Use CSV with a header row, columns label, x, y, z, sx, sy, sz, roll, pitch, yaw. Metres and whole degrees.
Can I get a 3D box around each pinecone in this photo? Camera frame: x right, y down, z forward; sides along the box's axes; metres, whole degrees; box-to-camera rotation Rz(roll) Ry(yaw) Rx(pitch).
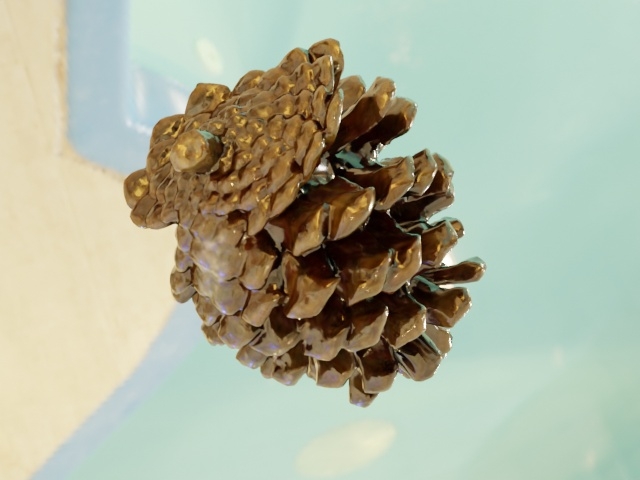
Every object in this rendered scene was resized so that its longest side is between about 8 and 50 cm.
label,x,y,z,sx,sy,sz,roll,pitch,yaw
pinecone,-0.001,0.002,0.871,0.169,0.185,0.212,-34,120,-13
